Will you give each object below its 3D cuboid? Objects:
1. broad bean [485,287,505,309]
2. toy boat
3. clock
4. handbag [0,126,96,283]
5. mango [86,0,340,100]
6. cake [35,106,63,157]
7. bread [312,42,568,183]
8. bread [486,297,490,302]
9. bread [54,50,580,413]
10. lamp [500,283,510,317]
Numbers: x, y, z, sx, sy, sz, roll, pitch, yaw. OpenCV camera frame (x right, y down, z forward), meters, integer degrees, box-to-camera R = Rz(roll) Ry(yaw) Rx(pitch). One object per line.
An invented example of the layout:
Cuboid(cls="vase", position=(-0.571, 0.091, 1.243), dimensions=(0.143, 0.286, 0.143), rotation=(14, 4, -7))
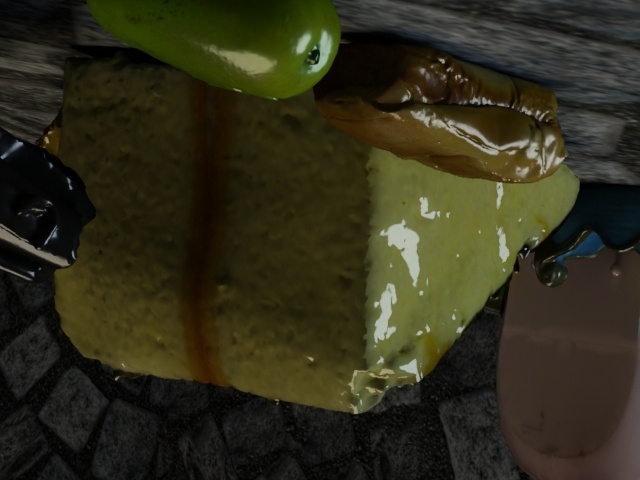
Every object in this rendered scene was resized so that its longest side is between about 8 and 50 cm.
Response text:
Cuboid(cls="broad bean", position=(0.281, 0.068, 2.085), dimensions=(0.339, 0.061, 0.077), rotation=(11, 164, -11))
Cuboid(cls="toy boat", position=(0.242, 0.005, 1.176), dimensions=(0.185, 0.077, 0.075), rotation=(8, 176, 29))
Cuboid(cls="clock", position=(0.347, 0.126, 1.379), dimensions=(0.377, 0.250, 0.368), rotation=(13, 176, -28))
Cuboid(cls="handbag", position=(-0.267, -0.060, 0.927), dimensions=(0.257, 0.113, 0.285), rotation=(30, 168, -22))
Cuboid(cls="mango", position=(-0.045, -0.092, 0.665), dimensions=(0.108, 0.056, 0.073), rotation=(12, 171, 17))
Cuboid(cls="cake", position=(-0.105, -0.070, 1.172), dimensions=(0.185, 0.079, 0.116), rotation=(21, 162, -10))
Cuboid(cls="bread", position=(0.061, -0.064, 0.823), dimensions=(0.132, 0.053, 0.074), rotation=(16, 173, -41))
Cuboid(cls="bread", position=(0.056, 0.015, 1.494), dimensions=(0.230, 0.123, 0.230), rotation=(12, 174, 1))
Cuboid(cls="bread", position=(0.000, 0.000, 1.011), dimensions=(0.263, 0.198, 0.236), rotation=(9, -176, 35))
Cuboid(cls="lamp", position=(0.290, 0.063, 1.660), dimensions=(0.118, 0.118, 0.253), rotation=(6, 173, 43))
